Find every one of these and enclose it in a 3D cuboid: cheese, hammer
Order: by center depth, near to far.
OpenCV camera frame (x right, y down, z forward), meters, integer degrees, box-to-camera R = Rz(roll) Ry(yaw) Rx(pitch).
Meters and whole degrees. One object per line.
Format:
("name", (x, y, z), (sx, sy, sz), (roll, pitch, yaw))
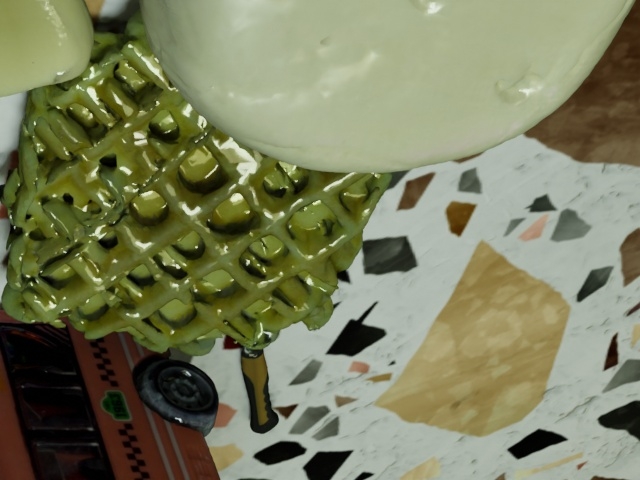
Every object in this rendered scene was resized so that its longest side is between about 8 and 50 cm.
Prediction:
("cheese", (-0.240, -0.199, 1.140), (0.127, 0.050, 0.255), (-15, 130, 8))
("hammer", (-0.063, 0.104, 1.575), (0.078, 0.021, 0.201), (-17, 137, -12))

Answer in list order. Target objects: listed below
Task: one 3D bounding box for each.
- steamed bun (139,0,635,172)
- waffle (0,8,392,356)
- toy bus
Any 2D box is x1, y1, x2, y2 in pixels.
("steamed bun", (0.035, -0.209, 1.147), (0.334, 0.233, 0.312), (12, 129, -26))
("waffle", (-0.089, -0.036, 1.335), (0.297, 0.073, 0.317), (4, 127, -18))
("toy bus", (-0.179, 0.252, 1.359), (0.233, 0.427, 0.203), (8, 128, -30))
